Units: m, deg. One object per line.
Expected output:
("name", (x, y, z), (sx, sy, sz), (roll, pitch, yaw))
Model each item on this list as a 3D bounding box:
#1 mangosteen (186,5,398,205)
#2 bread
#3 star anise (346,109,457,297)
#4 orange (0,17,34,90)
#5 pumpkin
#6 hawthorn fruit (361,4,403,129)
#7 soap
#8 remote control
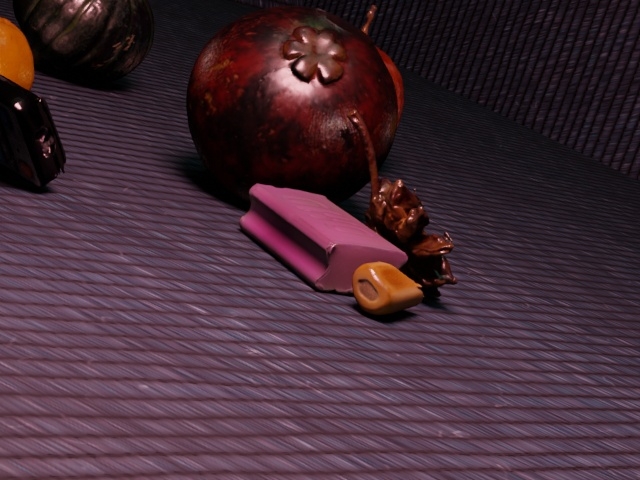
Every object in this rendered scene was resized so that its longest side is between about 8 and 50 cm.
("mangosteen", (-0.042, -0.173, 1.967), (0.311, 0.311, 0.311), (18, 14, -4))
("bread", (0.074, 0.055, 1.662), (0.062, 0.049, 0.103), (53, 22, 14))
("star anise", (0.092, -0.028, 1.791), (0.073, 0.177, 0.234), (-22, 61, -12))
("orange", (-0.457, -0.240, 1.926), (0.159, 0.136, 0.159), (22, 12, -5))
("pumpkin", (-0.397, -0.363, 2.372), (0.250, 0.216, 0.250), (51, 9, -11))
("hawthorn fruit", (0.038, -0.261, 2.401), (0.242, 0.271, 0.242), (28, 12, -6))
("soap", (0.000, 0.000, 1.756), (0.122, 0.065, 0.203), (9, 17, -36))
("remote control", (-0.445, -0.184, 1.755), (0.399, 0.144, 0.062), (29, 55, 36))
